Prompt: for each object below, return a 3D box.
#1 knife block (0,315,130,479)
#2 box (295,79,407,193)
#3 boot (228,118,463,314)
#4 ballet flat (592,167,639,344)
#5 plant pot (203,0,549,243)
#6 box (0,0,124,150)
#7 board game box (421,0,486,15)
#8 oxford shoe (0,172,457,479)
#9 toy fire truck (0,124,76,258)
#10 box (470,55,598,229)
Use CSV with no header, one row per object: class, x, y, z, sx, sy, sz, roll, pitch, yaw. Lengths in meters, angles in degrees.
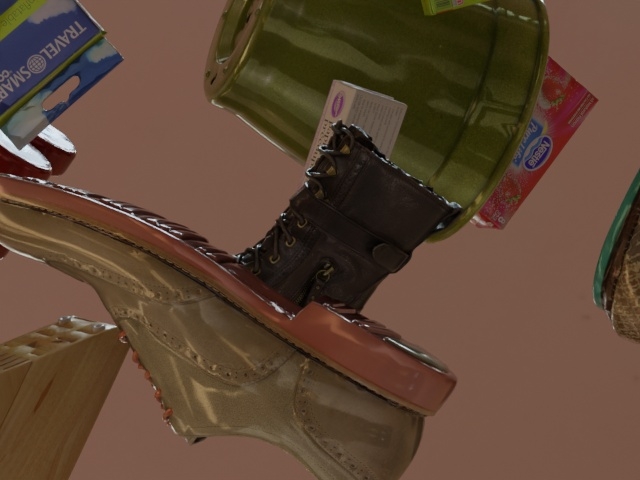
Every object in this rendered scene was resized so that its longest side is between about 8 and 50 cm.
knife block,-0.296,0.227,1.367,0.088,0.275,0.242,9,-66,48
box,0.000,0.000,1.442,0.063,0.067,0.324,34,-73,64
boot,-0.032,-0.004,1.207,0.229,0.263,0.091,-58,-151,12
ballet flat,0.353,-0.126,1.061,0.164,0.182,0.483,60,47,-59
plant pot,0.049,-0.226,1.830,0.366,0.353,0.366,-54,-156,38
box,-0.237,-0.164,0.995,0.109,0.178,0.042,-41,-175,0
board game box,0.142,-0.349,1.556,0.043,0.092,0.181,-134,-151,-78
oxford shoe,-0.104,0.071,1.050,0.147,0.397,0.140,-64,166,3
toy fire truck,-0.446,-0.101,1.636,0.169,0.254,0.302,-53,-175,11
box,0.287,-0.153,2.143,0.257,0.128,0.122,-52,-168,-6
